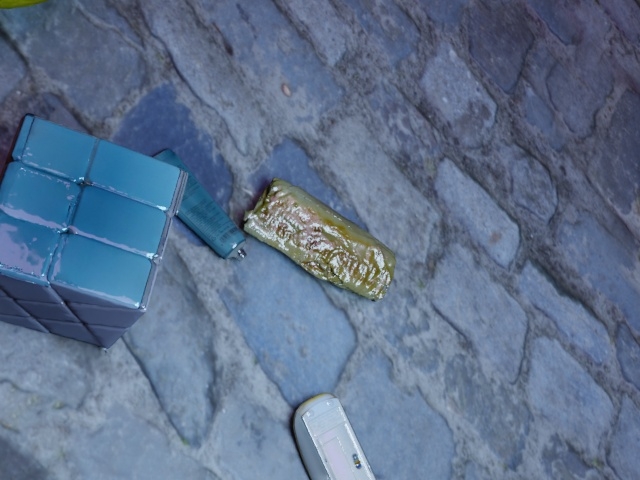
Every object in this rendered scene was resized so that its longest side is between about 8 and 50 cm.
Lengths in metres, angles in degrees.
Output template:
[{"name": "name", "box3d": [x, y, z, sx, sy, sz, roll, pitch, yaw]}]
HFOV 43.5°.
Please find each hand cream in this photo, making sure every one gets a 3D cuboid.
[{"name": "hand cream", "box3d": [-0.203, -0.051, 1.312, 0.224, 0.048, 0.083, 48, 56, 3]}]

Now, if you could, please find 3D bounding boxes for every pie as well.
[{"name": "pie", "box3d": [0.000, 0.000, 1.379, 0.282, 0.068, 0.128, 32, 70, -14]}]

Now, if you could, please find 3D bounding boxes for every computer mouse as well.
[{"name": "computer mouse", "box3d": [0.025, 0.342, 1.276, 0.102, 0.045, 0.199, -22, 82, -34]}]

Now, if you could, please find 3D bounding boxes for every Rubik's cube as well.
[{"name": "Rubik's cube", "box3d": [-0.344, 0.000, 1.102, 0.231, 0.221, 0.224, 19, 62, -21]}]

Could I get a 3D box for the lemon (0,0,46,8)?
[{"name": "lemon", "box3d": [-0.476, -0.499, 1.158, 0.364, 0.364, 0.364, 10, 67, -25]}]
